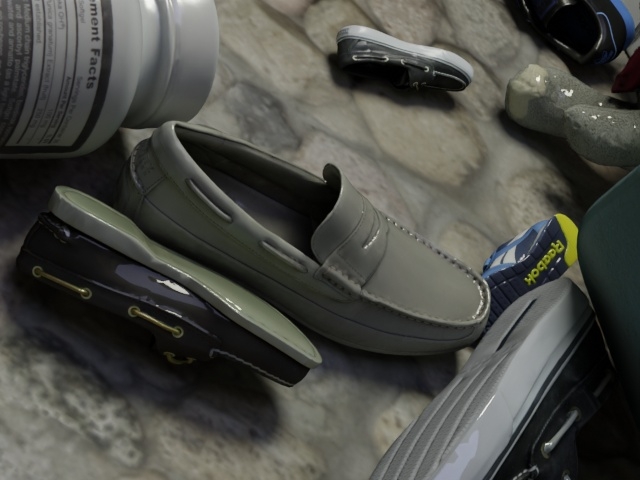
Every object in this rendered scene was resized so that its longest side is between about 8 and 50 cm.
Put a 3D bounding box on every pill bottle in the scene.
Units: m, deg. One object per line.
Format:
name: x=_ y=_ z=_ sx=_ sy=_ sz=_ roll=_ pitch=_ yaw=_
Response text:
pill bottle: x=-0.238 y=-0.144 z=1.112 sx=0.319 sy=0.176 sz=0.176 roll=-3 pitch=56 yaw=-37

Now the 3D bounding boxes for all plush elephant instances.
plush elephant: x=0.359 y=-0.173 z=1.413 sx=0.272 sy=0.255 sz=0.330 roll=-29 pitch=58 yaw=-21

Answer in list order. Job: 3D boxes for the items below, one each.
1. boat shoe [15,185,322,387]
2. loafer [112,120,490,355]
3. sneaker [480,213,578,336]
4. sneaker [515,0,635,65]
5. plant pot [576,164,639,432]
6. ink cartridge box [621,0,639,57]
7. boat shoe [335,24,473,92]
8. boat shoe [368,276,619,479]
boat shoe: x=-0.107 y=0.047 z=1.123 sx=0.228 sy=0.068 sz=0.081 roll=32 pitch=7 yaw=-11
loafer: x=0.000 y=0.000 z=1.202 sx=0.320 sy=0.111 sz=0.112 roll=20 pitch=46 yaw=-20
sneaker: x=0.163 y=0.035 z=1.339 sx=0.144 sy=0.059 sz=0.053 roll=-39 pitch=103 yaw=-30
sneaker: x=0.231 y=-0.277 z=1.631 sx=0.232 sy=0.081 sz=0.090 roll=47 pitch=36 yaw=8
plant pot: x=0.339 y=0.046 z=1.240 sx=0.248 sy=0.252 sz=0.247 roll=-17 pitch=85 yaw=-18
ink cartridge box: x=0.375 y=-0.247 z=1.686 sx=0.063 sy=0.109 sz=0.150 roll=2 pitch=53 yaw=-35
boat shoe: x=0.077 y=-0.158 z=1.450 sx=0.142 sy=0.049 sz=0.040 roll=15 pitch=66 yaw=-23
boat shoe: x=0.146 y=0.149 z=1.168 sx=0.119 sy=0.121 sz=0.335 roll=52 pitch=45 yaw=-5
